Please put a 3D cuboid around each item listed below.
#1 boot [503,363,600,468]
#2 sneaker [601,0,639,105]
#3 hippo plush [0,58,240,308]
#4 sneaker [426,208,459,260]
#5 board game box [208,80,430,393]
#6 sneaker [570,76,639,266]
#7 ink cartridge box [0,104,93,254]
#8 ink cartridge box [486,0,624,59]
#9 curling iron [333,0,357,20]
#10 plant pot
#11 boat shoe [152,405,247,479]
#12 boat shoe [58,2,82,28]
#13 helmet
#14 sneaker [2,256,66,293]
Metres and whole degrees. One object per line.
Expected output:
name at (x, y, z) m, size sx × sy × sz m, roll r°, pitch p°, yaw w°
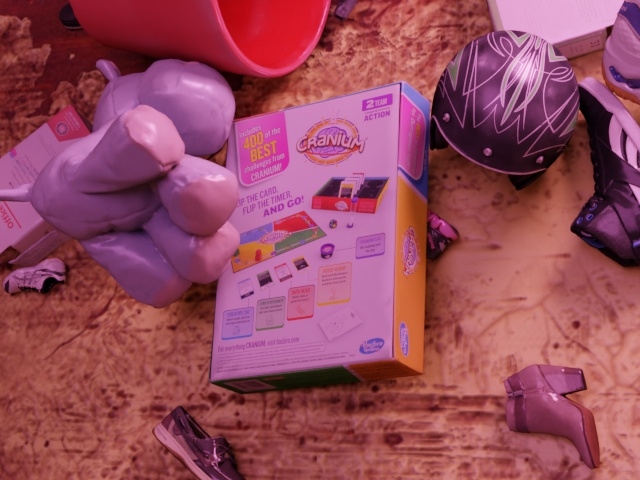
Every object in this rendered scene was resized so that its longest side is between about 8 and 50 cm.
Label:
boot at (0.236, 0.184, 1.440) m, size 0.087 × 0.042 × 0.118 m, roll -15°, pitch 65°, yaw 21°
sneaker at (0.439, -0.182, 1.419) m, size 0.296 × 0.131 × 0.112 m, roll 16°, pitch 32°, yaw 12°
hippo plush at (-0.195, -0.077, 1.591) m, size 0.294 × 0.234 × 0.236 m, roll -17°, pitch 30°, yaw 29°
sneaker at (0.095, -0.019, 1.563) m, size 0.119 × 0.047 × 0.057 m, roll 37°, pitch 97°, yaw 28°
board game box at (0.000, 0.000, 1.542) m, size 0.242 × 0.064 × 0.316 m, roll -9°, pitch 67°, yaw 32°
sneaker at (0.300, -0.066, 1.483) m, size 0.121 × 0.079 × 0.217 m, roll -35°, pitch 63°, yaw 6°
ink cartridge box at (-0.345, -0.057, 1.717) m, size 0.198 × 0.067 × 0.115 m, roll -37°, pitch 63°, yaw 2°
ink cartridge box at (0.302, -0.300, 1.583) m, size 0.235 × 0.056 × 0.171 m, roll -16°, pitch 67°, yaw 10°
curling iron at (0.073, -0.387, 1.708) m, size 0.068 × 0.035 × 0.274 m, roll 13°, pitch 75°, yaw 27°
plant pot at (-0.152, -0.326, 1.657) m, size 0.243 × 0.275 × 0.275 m, roll 3°, pitch 72°, yaw 31°
boat shoe at (-0.122, 0.236, 1.536) m, size 0.152 × 0.056 × 0.049 m, roll 34°, pitch 90°, yaw 27°
boat shoe at (-0.282, -0.314, 1.804) m, size 0.133 × 0.042 × 0.049 m, roll -19°, pitch 68°, yaw 14°
helmet at (0.196, -0.141, 1.484) m, size 0.169 × 0.161 × 0.169 m, roll 1°, pitch 75°, yaw -4°
sneaker at (-0.348, 0.050, 1.698) m, size 0.083 × 0.032 × 0.037 m, roll -23°, pitch 65°, yaw 11°
